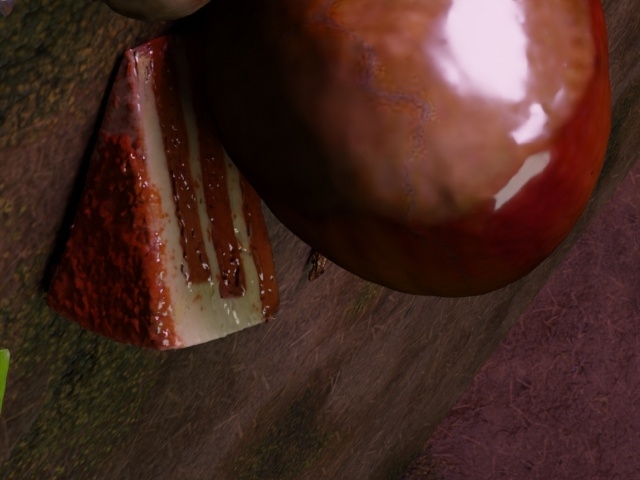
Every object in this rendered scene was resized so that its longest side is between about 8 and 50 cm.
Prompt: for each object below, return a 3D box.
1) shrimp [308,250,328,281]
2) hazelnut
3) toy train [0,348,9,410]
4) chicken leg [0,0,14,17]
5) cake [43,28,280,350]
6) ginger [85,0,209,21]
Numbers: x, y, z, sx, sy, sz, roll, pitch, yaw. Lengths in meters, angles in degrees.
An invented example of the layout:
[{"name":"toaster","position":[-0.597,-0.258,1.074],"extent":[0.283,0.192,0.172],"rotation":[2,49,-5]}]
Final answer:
[{"name":"shrimp","position":[0.000,0.000,1.451],"extent":[0.091,0.025,0.127],"rotation":[-22,137,-55]},{"name":"hazelnut","position":[0.081,-0.132,0.958],"extent":[0.366,0.366,0.366],"rotation":[-45,157,-25]},{"name":"toy train","position":[-0.347,0.137,0.738],"extent":[0.307,0.173,0.249],"rotation":[-20,131,-55]},{"name":"chicken leg","position":[-0.259,-0.126,0.646],"extent":[0.196,0.080,0.125],"rotation":[-44,158,-14]},{"name":"cake","position":[-0.108,-0.028,0.997],"extent":[0.158,0.159,0.262],"rotation":[-19,138,-52]},{"name":"ginger","position":[-0.008,-0.295,0.759],"extent":[0.256,0.176,0.375],"rotation":[-16,-150,49]}]
